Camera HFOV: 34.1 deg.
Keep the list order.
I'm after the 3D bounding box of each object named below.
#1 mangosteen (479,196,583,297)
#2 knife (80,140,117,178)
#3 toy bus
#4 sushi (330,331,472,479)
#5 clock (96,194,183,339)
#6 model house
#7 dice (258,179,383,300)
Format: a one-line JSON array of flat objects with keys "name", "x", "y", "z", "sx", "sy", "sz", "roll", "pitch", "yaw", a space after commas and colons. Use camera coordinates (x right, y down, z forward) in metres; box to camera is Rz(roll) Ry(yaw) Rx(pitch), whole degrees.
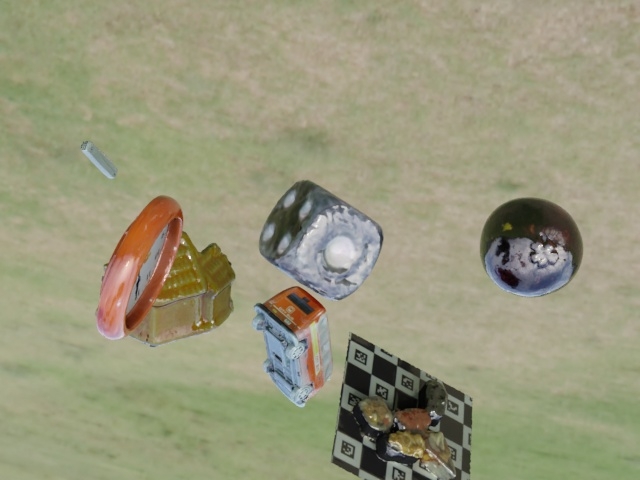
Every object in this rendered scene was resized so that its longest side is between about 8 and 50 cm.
[{"name": "mangosteen", "x": 0.460, "y": 0.013, "z": 2.314, "sx": 0.228, "sy": 0.228, "sz": 0.265, "roll": 15, "pitch": -176, "yaw": -4}, {"name": "knife", "x": -0.552, "y": -0.204, "z": 2.615, "sx": 0.023, "sy": 0.044, "sz": 0.162, "roll": 9, "pitch": 159, "yaw": 20}, {"name": "toy bus", "x": -0.044, "y": 0.207, "z": 2.023, "sx": 0.121, "sy": 0.120, "sz": 0.265, "roll": 38, "pitch": 152, "yaw": 32}, {"name": "sushi", "x": 0.198, "y": 0.378, "z": 2.181, "sx": 0.343, "sy": 0.359, "sz": 0.064, "roll": 30, "pitch": 129, "yaw": -16}, {"name": "clock", "x": -0.242, "y": 0.035, "z": 1.384, "sx": 0.051, "sy": 0.205, "sz": 0.205, "roll": 24, "pitch": 162, "yaw": 6}, {"name": "model house", "x": -0.309, "y": 0.076, "z": 2.146, "sx": 0.268, "sy": 0.239, "sz": 0.173, "roll": -17, "pitch": -140, "yaw": -32}, {"name": "dice", "x": 0.000, "y": 0.000, "z": 2.042, "sx": 0.181, "sy": 0.182, "sz": 0.183, "roll": 34, "pitch": 180, "yaw": -29}]
